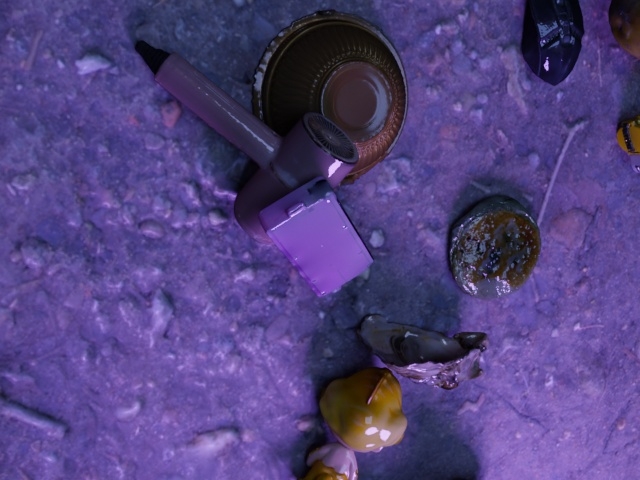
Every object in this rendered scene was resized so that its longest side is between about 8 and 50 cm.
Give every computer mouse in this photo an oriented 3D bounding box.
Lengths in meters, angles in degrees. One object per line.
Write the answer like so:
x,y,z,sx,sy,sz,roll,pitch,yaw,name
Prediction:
0.395,-0.356,1.612,0.105,0.062,0.192,-12,106,-24,computer mouse

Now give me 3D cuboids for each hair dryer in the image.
-0.132,-0.160,1.372,0.344,0.107,0.189,39,118,-7,hair dryer

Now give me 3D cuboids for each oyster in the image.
0.172,0.193,1.570,0.232,0.161,0.107,4,120,-34,oyster

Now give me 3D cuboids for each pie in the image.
0.301,0.016,1.646,0.186,0.041,0.187,-6,103,-25,pie

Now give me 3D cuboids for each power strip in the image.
0.000,0.000,1.405,0.109,0.037,0.279,-32,151,2,power strip

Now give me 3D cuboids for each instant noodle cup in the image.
0.036,-0.212,1.448,0.274,0.090,0.274,-5,102,-24,instant noodle cup

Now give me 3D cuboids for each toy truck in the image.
0.654,-0.195,1.749,0.226,0.098,0.114,-19,101,-21,toy truck

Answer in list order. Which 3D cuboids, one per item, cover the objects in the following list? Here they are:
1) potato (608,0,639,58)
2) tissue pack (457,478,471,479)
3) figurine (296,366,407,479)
0.621,-0.382,1.637,0.266,0.229,0.229,-4,101,-29,potato
0.240,0.590,1.614,0.123,0.245,0.333,14,96,-6,tissue pack
0.049,0.308,1.540,0.156,0.131,0.246,27,96,7,figurine
